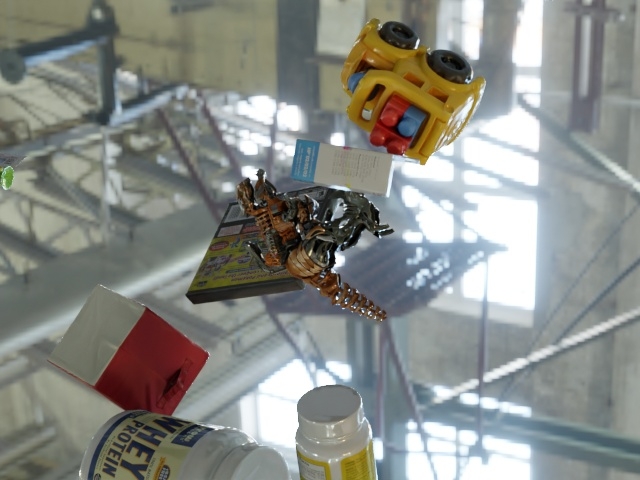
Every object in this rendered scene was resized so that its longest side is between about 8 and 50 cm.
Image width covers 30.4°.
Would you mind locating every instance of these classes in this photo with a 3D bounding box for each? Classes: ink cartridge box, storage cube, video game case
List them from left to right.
[{"bbox_3d":[-0.369,0.224,2.273,0.215,0.193,0.183,19,-109,48],"label":"storage cube"},{"bbox_3d":[-0.109,0.007,2.277,0.275,0.035,0.248,-9,-136,35],"label":"video game case"},{"bbox_3d":[0.053,-0.103,1.745,0.181,0.061,0.104,9,180,5],"label":"ink cartridge box"}]

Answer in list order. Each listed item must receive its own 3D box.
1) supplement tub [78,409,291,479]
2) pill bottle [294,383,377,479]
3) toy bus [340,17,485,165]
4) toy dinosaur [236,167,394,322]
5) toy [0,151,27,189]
[{"bbox_3d":[-0.238,0.436,2.079,0.325,0.235,0.235,4,-160,34],"label":"supplement tub"},{"bbox_3d":[0.024,0.332,1.797,0.119,0.208,0.119,-5,-152,3],"label":"pill bottle"},{"bbox_3d":[0.113,-0.216,1.816,0.220,0.149,0.211,33,-141,8],"label":"toy bus"},{"bbox_3d":[0.000,0.000,2.007,0.218,0.322,0.164,-41,-167,4],"label":"toy dinosaur"},{"bbox_3d":[-0.654,-0.115,2.086,0.237,0.056,0.137,5,-147,17],"label":"toy"}]
